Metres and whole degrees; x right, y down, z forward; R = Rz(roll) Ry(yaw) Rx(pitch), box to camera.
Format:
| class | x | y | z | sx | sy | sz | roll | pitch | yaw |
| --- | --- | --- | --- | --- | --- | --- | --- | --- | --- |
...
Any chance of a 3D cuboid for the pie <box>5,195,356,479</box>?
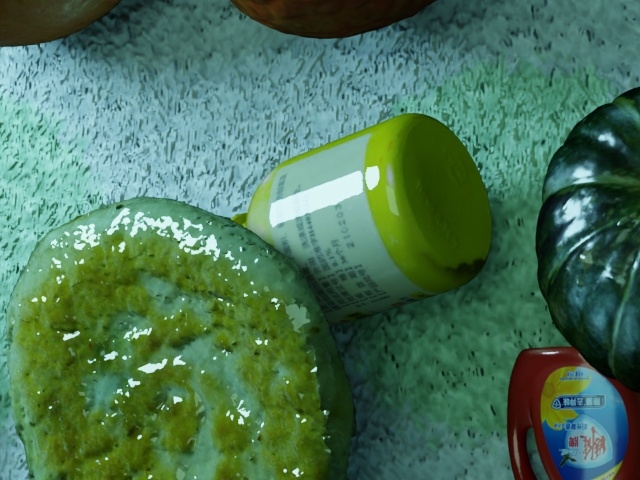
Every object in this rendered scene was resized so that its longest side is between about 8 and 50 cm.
| class | x | y | z | sx | sy | sz | roll | pitch | yaw |
| --- | --- | --- | --- | --- | --- | --- | --- | --- | --- |
| pie | -0.093 | 0.119 | 1.241 | 0.323 | 0.070 | 0.323 | 7 | 102 | 36 |

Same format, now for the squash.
| class | x | y | z | sx | sy | sz | roll | pitch | yaw |
| --- | --- | --- | --- | --- | --- | --- | --- | --- | --- |
| squash | 0.236 | 0.000 | 1.126 | 0.218 | 0.172 | 0.218 | -7 | 75 | 27 |

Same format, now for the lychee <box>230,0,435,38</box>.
| class | x | y | z | sx | sy | sz | roll | pitch | yaw |
| --- | --- | --- | --- | --- | --- | --- | --- | --- | --- |
| lychee | 0.006 | -0.259 | 1.230 | 0.300 | 0.255 | 0.255 | -3 | 80 | 11 |

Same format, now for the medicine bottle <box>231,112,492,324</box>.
| class | x | y | z | sx | sy | sz | roll | pitch | yaw |
| --- | --- | --- | --- | --- | --- | --- | --- | --- | --- |
| medicine bottle | 0.000 | 0.000 | 1.250 | 0.213 | 0.122 | 0.121 | -20 | 74 | 33 |

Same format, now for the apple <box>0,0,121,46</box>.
| class | x | y | z | sx | sy | sz | roll | pitch | yaw |
| --- | --- | --- | --- | --- | --- | --- | --- | --- | --- |
| apple | -0.221 | -0.270 | 1.341 | 0.252 | 0.206 | 0.271 | 30 | 90 | 34 |

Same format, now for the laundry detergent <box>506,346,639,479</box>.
| class | x | y | z | sx | sy | sz | roll | pitch | yaw |
| --- | --- | --- | --- | --- | --- | --- | --- | --- | --- |
| laundry detergent | 0.169 | 0.152 | 1.195 | 0.097 | 0.049 | 0.165 | -4 | 81 | 28 |
